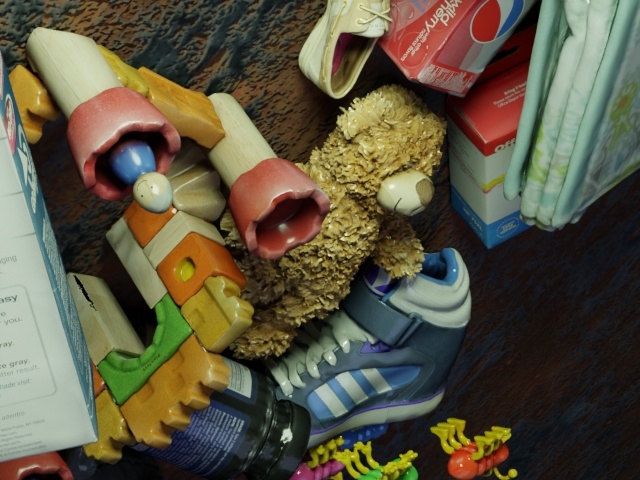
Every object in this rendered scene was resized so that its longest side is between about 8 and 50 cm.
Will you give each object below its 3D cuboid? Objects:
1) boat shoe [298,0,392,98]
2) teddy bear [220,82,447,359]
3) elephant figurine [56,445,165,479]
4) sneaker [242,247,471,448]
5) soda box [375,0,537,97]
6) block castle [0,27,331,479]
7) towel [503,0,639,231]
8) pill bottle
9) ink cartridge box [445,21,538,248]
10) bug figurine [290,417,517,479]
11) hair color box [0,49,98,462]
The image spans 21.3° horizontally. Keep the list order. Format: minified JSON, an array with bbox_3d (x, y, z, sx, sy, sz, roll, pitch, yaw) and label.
[{"bbox_3d":[0.037,-0.201,1.539,0.063,0.059,0.170,-7,138,-36],"label":"boat shoe"},{"bbox_3d":[0.000,0.000,1.689,0.338,0.113,0.245,-34,134,6],"label":"teddy bear"},{"bbox_3d":[-0.225,0.261,1.833,0.239,0.186,0.169,-10,102,-49],"label":"elephant figurine"},{"bbox_3d":[0.016,0.095,1.856,0.323,0.130,0.236,-8,126,-25],"label":"sneaker"},{"bbox_3d":[0.158,-0.261,1.541,0.083,0.092,0.263,8,127,-50],"label":"soda box"},{"bbox_3d":[-0.230,0.060,1.493,0.453,0.213,0.303,-46,145,16],"label":"block castle"},{"bbox_3d":[0.320,-0.210,1.628,0.320,0.090,0.374,-34,150,-35],"label":"towel"},{"bbox_3d":[-0.125,0.172,1.728,0.219,0.123,0.123,26,117,-21],"label":"pill bottle"},{"bbox_3d":[0.208,-0.110,1.788,0.134,0.078,0.231,-28,146,-13],"label":"ink cartridge box"},{"bbox_3d":[0.074,0.242,1.932,0.216,0.279,0.072,-16,106,-40],"label":"bug figurine"},{"bbox_3d":[-0.283,0.004,1.234,0.174,0.105,0.347,-12,124,-3],"label":"hair color box"}]
